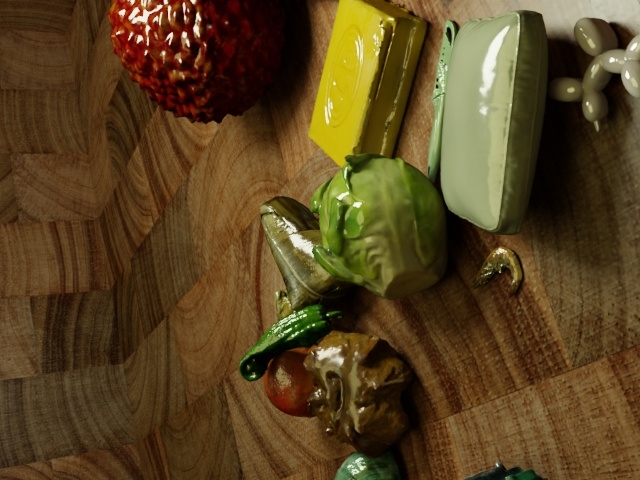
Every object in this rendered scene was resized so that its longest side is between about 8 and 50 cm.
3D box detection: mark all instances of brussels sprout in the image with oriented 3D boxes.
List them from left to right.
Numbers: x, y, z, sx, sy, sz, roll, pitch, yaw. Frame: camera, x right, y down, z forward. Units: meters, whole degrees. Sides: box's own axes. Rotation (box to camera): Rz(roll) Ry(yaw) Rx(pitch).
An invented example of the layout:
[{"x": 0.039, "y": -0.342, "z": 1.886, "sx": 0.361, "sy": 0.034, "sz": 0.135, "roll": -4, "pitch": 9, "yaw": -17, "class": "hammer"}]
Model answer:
[{"x": 0.101, "y": -0.031, "z": 1.436, "sx": 0.294, "sy": 0.227, "sz": 0.259, "roll": 60, "pitch": 156, "yaw": 24, "class": "brussels sprout"}]

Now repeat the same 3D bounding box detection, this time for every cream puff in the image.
[{"x": 0.073, "y": 0.295, "z": 1.582, "sx": 0.269, "sy": 0.155, "sz": 0.240, "roll": 22, "pitch": 103, "yaw": 40, "class": "cream puff"}]

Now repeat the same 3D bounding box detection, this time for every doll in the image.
[{"x": 0.397, "y": -0.232, "z": 1.066, "sx": 0.160, "sy": 0.059, "sz": 0.161, "roll": 54, "pitch": 136, "yaw": 42, "class": "doll"}]

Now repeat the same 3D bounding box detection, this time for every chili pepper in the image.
[{"x": -0.069, "y": 0.211, "z": 1.657, "sx": 0.257, "sy": 0.100, "sz": 0.074, "roll": -32, "pitch": 35, "yaw": 18, "class": "chili pepper"}]

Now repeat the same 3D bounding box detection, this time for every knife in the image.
[{"x": 0.215, "y": -0.248, "z": 1.411, "sx": 0.043, "sy": 0.020, "sz": 0.292, "roll": 30, "pitch": 118, "yaw": 56, "class": "knife"}]

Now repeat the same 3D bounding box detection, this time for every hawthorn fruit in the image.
[{"x": -0.043, "y": 0.310, "z": 1.765, "sx": 0.189, "sy": 0.189, "sz": 0.189, "roll": 10, "pitch": 102, "yaw": 59, "class": "hawthorn fruit"}]

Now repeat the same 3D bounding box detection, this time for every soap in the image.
[{"x": 0.086, "y": -0.314, "z": 1.547, "sx": 0.204, "sy": 0.096, "sz": 0.324, "roll": 47, "pitch": 132, "yaw": 48, "class": "soap"}]

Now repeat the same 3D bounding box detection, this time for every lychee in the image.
[{"x": -0.285, "y": -0.515, "z": 1.825, "sx": 0.425, "sy": 0.425, "sz": 0.499, "roll": 39, "pitch": 146, "yaw": 51, "class": "lychee"}]

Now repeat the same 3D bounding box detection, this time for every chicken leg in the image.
[{"x": -0.068, "y": 0.165, "z": 1.808, "sx": 0.227, "sy": 0.088, "sz": 0.103, "roll": -77, "pitch": -7, "yaw": -80, "class": "chicken leg"}]

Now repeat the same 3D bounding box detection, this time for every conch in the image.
[{"x": 0.103, "y": 0.517, "z": 1.586, "sx": 0.176, "sy": 0.122, "sz": 0.188, "roll": -43, "pitch": 57, "yaw": 25, "class": "conch"}]

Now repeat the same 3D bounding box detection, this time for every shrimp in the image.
[{"x": 0.295, "y": 0.065, "z": 1.307, "sx": 0.114, "sy": 0.023, "sz": 0.083, "roll": -54, "pitch": 51, "yaw": 42, "class": "shrimp"}]

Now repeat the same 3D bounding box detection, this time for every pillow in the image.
[{"x": 0.261, "y": -0.184, "z": 1.208, "sx": 0.255, "sy": 0.120, "sz": 0.322, "roll": -127, "pitch": 40, "yaw": -75, "class": "pillow"}]

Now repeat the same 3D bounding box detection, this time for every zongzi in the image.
[{"x": 0.000, "y": 0.000, "z": 1.677, "sx": 0.288, "sy": 0.134, "sz": 0.285, "roll": -39, "pitch": 73, "yaw": 51, "class": "zongzi"}]

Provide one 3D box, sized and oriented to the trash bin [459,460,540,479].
[{"x": 0.278, "y": 0.553, "z": 1.147, "sx": 0.381, "sy": 0.295, "sz": 0.259, "roll": 46, "pitch": 132, "yaw": 40, "class": "trash bin"}]
